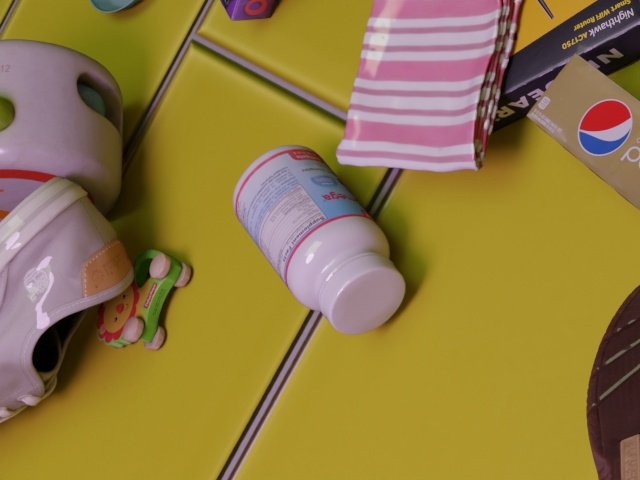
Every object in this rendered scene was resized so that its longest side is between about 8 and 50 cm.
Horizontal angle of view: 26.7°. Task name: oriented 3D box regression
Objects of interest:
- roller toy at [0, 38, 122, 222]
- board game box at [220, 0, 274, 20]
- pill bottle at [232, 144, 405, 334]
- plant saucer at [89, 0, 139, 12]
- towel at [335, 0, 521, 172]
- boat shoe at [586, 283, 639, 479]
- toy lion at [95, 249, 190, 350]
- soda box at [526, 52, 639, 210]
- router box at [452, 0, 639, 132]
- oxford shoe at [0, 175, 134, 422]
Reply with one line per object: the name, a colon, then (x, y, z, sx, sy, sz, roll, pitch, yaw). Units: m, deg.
roller toy: (-0.289, -0.101, 1.304, 0.209, 0.191, 0.146, -39, 48, 55)
board game box: (-0.057, -0.388, 1.174, 0.208, 0.056, 0.347, 60, 147, 28)
pill bottle: (0.000, 0.000, 1.071, 0.087, 0.087, 0.160, -51, 47, 14)
plant saucer: (-0.200, -0.291, 1.420, 0.119, 0.021, 0.119, -18, 61, 37)
towel: (0.082, -0.149, 1.034, 0.144, 0.029, 0.197, 4, 78, 46)
boat shoe: (0.219, 0.135, 0.816, 0.095, 0.095, 0.257, -24, 35, 41)
toy lion: (-0.171, 0.054, 1.247, 0.096, 0.034, 0.100, 21, 87, 53)
soda box: (0.224, -0.051, 0.906, 0.058, 0.061, 0.181, -53, 46, 11)
router box: (0.164, -0.171, 1.021, 0.179, 0.046, 0.133, -27, 57, 33)
oxford shoe: (-0.327, 0.126, 1.282, 0.449, 0.130, 0.169, -46, 3, 29)
